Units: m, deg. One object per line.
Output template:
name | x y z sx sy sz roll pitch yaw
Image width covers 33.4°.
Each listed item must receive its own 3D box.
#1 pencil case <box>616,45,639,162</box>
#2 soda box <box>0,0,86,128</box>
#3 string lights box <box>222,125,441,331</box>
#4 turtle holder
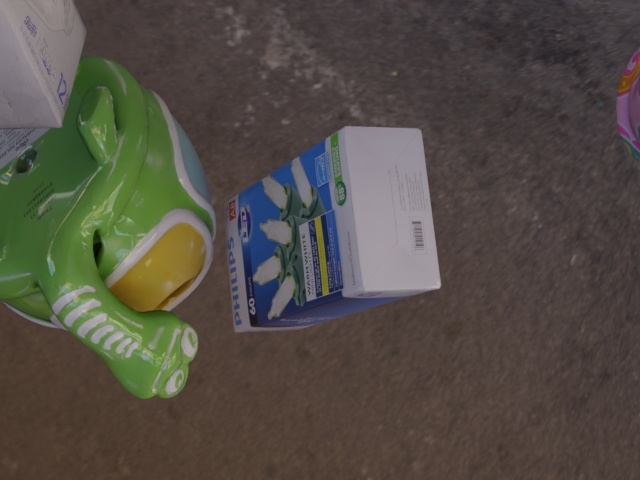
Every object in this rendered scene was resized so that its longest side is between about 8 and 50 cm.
pencil case | 0.265 -0.064 0.611 0.124 0.284 0.124 -1 105 -4
soda box | -0.226 -0.186 0.610 0.098 0.091 0.286 -1 146 8
string lights box | 0.000 0.000 0.946 0.259 0.076 0.133 -25 69 60
turtle holder | -0.195 -0.024 0.975 0.320 0.227 0.243 23 77 45
